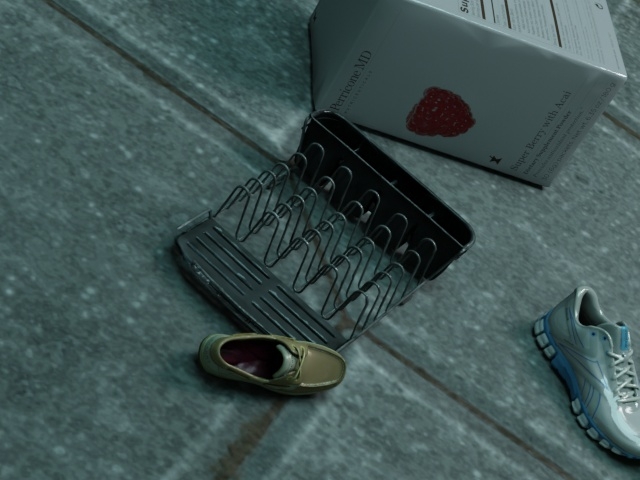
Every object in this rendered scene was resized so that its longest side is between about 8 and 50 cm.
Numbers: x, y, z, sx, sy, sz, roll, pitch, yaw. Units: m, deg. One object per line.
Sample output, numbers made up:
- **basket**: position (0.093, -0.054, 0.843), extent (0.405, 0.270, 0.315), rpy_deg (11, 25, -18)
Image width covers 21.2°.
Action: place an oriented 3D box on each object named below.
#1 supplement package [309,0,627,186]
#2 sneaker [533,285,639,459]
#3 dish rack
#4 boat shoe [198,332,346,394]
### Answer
- **supplement package**: position (0.155, -0.211, 1.873), extent (0.293, 0.177, 0.175), rpy_deg (17, 40, -18)
- **sneaker**: position (0.280, 0.125, 1.666), extent (0.071, 0.083, 0.190), rpy_deg (-3, 51, -39)
- **dish rack**: position (0.000, 0.000, 1.619), extent (0.208, 0.074, 0.271), rpy_deg (40, 39, 12)
- **boat shoe**: position (-0.037, 0.108, 1.484), extent (0.135, 0.045, 0.050), rpy_deg (6, 82, -20)
